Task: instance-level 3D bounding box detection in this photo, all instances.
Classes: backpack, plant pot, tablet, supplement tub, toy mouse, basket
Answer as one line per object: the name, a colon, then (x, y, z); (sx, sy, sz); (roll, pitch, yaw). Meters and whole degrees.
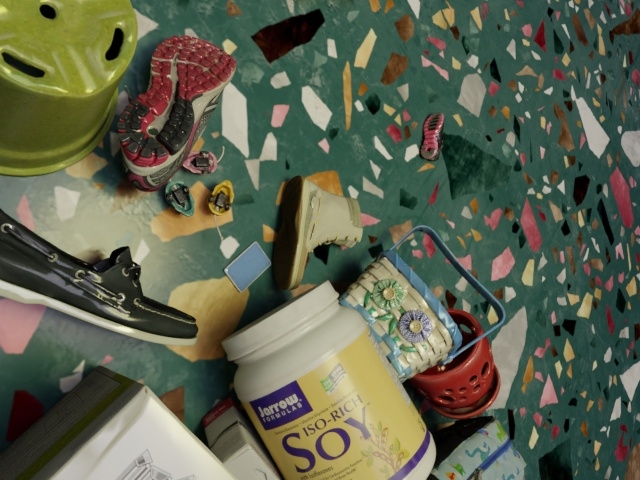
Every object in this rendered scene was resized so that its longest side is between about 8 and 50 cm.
backpack: (0.256, 0.494, 1.055); (0.273, 0.290, 0.355); (46, 40, 12)
plant pot: (-0.347, -0.230, 0.633); (0.276, 0.254, 0.276); (2, 87, -38)
tablet: (-0.129, 0.047, 0.942); (0.083, 0.006, 0.054); (-45, 114, -30)
supplement tub: (0.009, 0.257, 0.859); (0.241, 0.241, 0.331); (-29, 88, -34)
toy mouse: (-0.212, -0.095, 0.868); (0.143, 0.031, 0.161); (20, 73, -28)
plant pot: (0.282, 0.270, 1.138); (0.191, 0.191, 0.174); (-52, 125, -27)
basket: (0.185, 0.132, 1.020); (0.289, 0.201, 0.255); (-34, 72, -25)

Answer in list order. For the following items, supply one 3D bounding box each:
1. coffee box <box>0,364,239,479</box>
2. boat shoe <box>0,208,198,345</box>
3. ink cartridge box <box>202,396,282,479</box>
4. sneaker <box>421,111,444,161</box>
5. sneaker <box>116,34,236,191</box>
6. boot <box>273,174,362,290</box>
coffee box: (-0.251, 0.387, 0.601); (0.338, 0.334, 0.338); (-45, 105, -28)
boat shoe: (-0.308, 0.052, 0.731); (0.340, 0.127, 0.113); (26, 81, -26)
ink cartridge box: (-0.124, 0.337, 0.836); (0.063, 0.150, 0.109); (-36, 111, -9)
sneaker: (0.270, -0.241, 1.242); (0.057, 0.047, 0.119); (25, 77, -49)
sneaker: (-0.227, -0.209, 0.820); (0.121, 0.112, 0.299); (25, 54, -5)
boot: (0.000, 0.000, 1.001); (0.165, 0.077, 0.213); (17, 75, -38)
